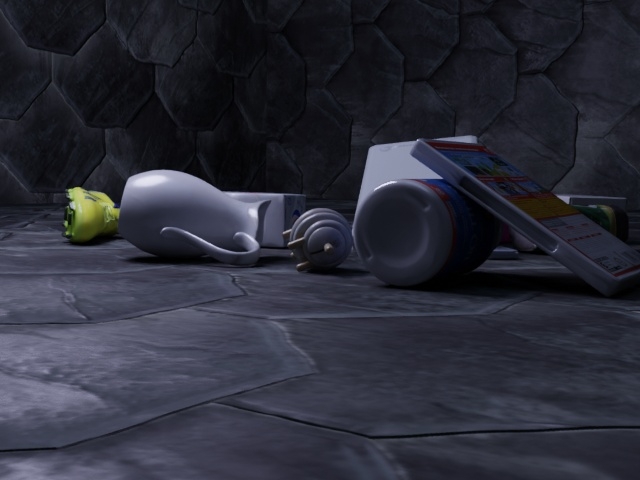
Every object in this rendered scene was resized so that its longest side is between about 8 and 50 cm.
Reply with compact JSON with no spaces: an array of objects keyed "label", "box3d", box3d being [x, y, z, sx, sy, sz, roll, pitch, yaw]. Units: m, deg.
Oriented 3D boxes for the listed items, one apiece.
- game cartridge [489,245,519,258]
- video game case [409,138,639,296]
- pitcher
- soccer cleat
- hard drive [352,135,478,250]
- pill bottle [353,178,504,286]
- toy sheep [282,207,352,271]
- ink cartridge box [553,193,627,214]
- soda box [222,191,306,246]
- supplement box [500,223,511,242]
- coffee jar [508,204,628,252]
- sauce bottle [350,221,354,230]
[{"label":"game cartridge","box3d":[0.266,0.018,1.387,0.056,0.017,0.083,4,4,-7]},{"label":"video game case","box3d":[0.262,-0.036,1.090,0.285,0.025,0.204,40,23,24]},{"label":"pitcher","box3d":[-0.181,-0.022,1.274,0.207,0.125,0.178,11,19,-5]},{"label":"soccer cleat","box3d":[-0.401,-0.046,1.620,0.121,0.093,0.289,7,4,-13]},{"label":"hard drive","box3d":[0.170,-0.086,1.535,0.203,0.040,0.307,-5,32,12]},{"label":"pill bottle","box3d":[0.143,-0.015,1.094,0.124,0.124,0.221,4,6,31]},{"label":"toy sheep","box3d":[0.000,0.000,1.171,0.091,0.091,0.132,0,18,-11]},{"label":"ink cartridge box","box3d":[0.456,-0.044,1.725,0.154,0.093,0.212,-1,7,-29]},{"label":"soda box","box3d":[-0.173,-0.040,1.560,0.286,0.091,0.098,3,4,21]},{"label":"supplement box","box3d":[0.248,-0.056,1.711,0.114,0.111,0.220,-4,6,-44]},{"label":"coffee jar","box3d":[0.415,-0.020,1.493,0.184,0.079,0.096,-2,2,-19]},{"label":"sauce bottle","box3d":[0.097,-0.018,1.649,0.042,0.042,0.128,-2,5,-27]}]
